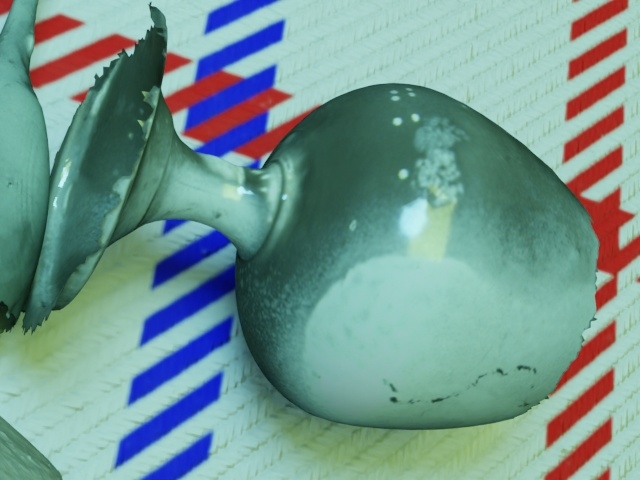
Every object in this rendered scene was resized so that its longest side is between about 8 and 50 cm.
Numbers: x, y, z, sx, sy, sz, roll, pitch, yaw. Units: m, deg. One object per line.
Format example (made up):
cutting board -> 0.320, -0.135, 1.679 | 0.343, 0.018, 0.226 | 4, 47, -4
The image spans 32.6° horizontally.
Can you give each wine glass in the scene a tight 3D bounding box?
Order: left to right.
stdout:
wine glass -> -0.214, -0.133, 0.621 | 0.096, 0.264, 0.309 | 2, 64, 11
wine glass -> 0.000, 0.000, 0.700 | 0.323, 0.238, 0.238 | 21, 65, -20

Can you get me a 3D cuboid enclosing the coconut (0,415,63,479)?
coconut -> -0.223, 0.206, 0.513 | 0.245, 0.245, 0.247 | -5, 71, -27
